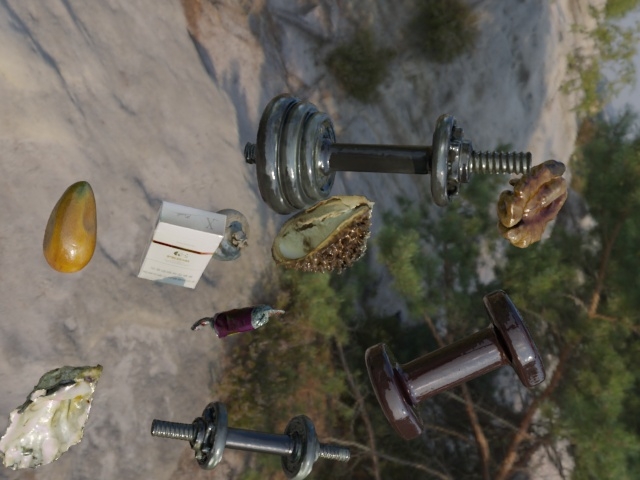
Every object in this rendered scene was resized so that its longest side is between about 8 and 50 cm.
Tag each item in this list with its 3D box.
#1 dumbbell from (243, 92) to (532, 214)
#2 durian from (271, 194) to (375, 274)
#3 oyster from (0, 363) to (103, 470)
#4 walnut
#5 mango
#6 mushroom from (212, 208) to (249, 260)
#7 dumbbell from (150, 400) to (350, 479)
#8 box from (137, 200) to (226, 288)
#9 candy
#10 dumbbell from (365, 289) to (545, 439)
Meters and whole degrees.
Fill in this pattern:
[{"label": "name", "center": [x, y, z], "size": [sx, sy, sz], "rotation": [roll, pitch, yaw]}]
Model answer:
[{"label": "dumbbell", "center": [0.052, -0.071, 0.602], "size": [0.110, 0.254, 0.110], "rotation": [5, 90, -73]}, {"label": "durian", "center": [0.006, 0.000, 0.687], "size": [0.052, 0.130, 0.066], "rotation": [26, 50, -46]}, {"label": "oyster", "center": [-0.460, 0.292, 1.158], "size": [0.132, 0.209, 0.072], "rotation": [15, 18, -31]}, {"label": "walnut", "center": [0.374, -0.068, 1.239], "size": [0.170, 0.069, 0.143], "rotation": [-37, 133, -22]}, {"label": "mango", "center": [-0.452, -0.022, 1.252], "size": [0.089, 0.115, 0.165], "rotation": [9, 65, -28]}, {"label": "mushroom", "center": [-0.141, -0.007, 1.088], "size": [0.085, 0.079, 0.085], "rotation": [-9, 104, -37]}, {"label": "dumbbell", "center": [-0.077, 0.242, 0.829], "size": [0.254, 0.081, 0.082], "rotation": [14, 55, -23]}, {"label": "box", "center": [-0.188, 0.010, 0.920], "size": [0.084, 0.154, 0.040], "rotation": [16, 54, -17]}, {"label": "candy", "center": [-0.132, 0.130, 1.109], "size": [0.045, 0.175, 0.043], "rotation": [-16, 92, -59]}, {"label": "dumbbell", "center": [0.182, 0.170, 0.945], "size": [0.140, 0.225, 0.124], "rotation": [58, 10, -46]}]
